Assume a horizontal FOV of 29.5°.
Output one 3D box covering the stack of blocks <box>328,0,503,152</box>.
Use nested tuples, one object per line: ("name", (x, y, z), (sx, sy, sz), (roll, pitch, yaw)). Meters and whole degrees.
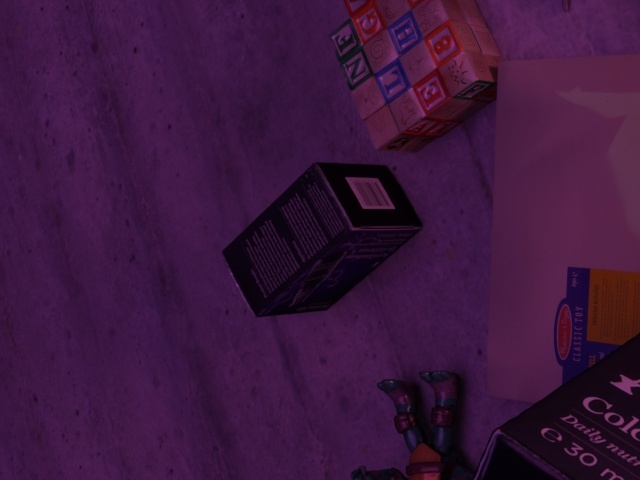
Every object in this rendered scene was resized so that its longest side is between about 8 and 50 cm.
("stack of blocks", (0.101, -0.281, 1.538), (0.171, 0.087, 0.297), (-33, 70, 36))

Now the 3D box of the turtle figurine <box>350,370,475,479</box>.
("turtle figurine", (0.127, 0.285, 1.509), (0.175, 0.118, 0.234), (-11, 68, 25))

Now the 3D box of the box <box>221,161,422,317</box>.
("box", (0.000, 0.000, 1.586), (0.207, 0.153, 0.108), (-43, 65, 33))

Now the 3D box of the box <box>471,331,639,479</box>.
("box", (0.413, 0.302, 0.989), (0.480, 0.472, 0.297), (33, 123, 29))

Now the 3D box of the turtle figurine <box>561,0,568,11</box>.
("turtle figurine", (0.339, -0.389, 1.331), (0.198, 0.275, 0.266), (17, 82, 61))

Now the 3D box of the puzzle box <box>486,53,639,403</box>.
("puzzle box", (0.321, -0.006, 1.383), (0.272, 0.052, 0.408), (4, 94, 39))
